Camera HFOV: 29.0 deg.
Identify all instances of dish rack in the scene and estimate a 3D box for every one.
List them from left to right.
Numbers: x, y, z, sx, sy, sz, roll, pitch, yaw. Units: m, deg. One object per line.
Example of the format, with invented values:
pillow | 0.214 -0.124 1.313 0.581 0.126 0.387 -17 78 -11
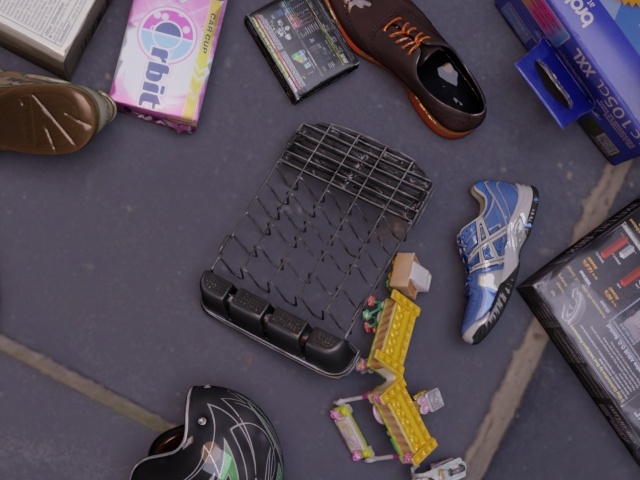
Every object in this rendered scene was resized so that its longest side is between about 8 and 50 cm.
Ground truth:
dish rack | 0.000 0.000 1.443 0.208 0.074 0.271 27 75 16

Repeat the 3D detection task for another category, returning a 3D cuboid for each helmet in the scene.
helmet | -0.120 0.252 1.385 0.161 0.169 0.169 -38 91 6

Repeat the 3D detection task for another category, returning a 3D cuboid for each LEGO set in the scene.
LEGO set | 0.076 0.162 1.471 0.132 0.107 0.287 -4 79 -43

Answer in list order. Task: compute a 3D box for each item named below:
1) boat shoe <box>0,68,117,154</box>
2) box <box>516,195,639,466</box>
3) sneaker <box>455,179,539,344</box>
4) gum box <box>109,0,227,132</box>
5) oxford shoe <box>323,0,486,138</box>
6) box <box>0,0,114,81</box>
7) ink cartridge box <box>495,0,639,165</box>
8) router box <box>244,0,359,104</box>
boat shoe | -0.377 -0.147 1.412 0.285 0.089 0.104 8 107 12
box | 0.428 0.113 1.518 0.242 0.076 0.307 -35 90 -10
sneaker | 0.199 0.024 1.499 0.081 0.080 0.211 18 73 0
gum box | -0.180 -0.227 1.468 0.107 0.062 0.188 14 83 -6
oxford shoe | 0.107 -0.243 1.492 0.271 0.098 0.097 45 81 -2
box | -0.397 -0.324 1.415 0.311 0.121 0.148 29 82 -5
ink cartridge box | 0.407 -0.279 1.518 0.395 0.151 0.270 -36 91 -8
router box | -0.023 -0.240 1.504 0.092 0.038 0.122 -30 89 -10
